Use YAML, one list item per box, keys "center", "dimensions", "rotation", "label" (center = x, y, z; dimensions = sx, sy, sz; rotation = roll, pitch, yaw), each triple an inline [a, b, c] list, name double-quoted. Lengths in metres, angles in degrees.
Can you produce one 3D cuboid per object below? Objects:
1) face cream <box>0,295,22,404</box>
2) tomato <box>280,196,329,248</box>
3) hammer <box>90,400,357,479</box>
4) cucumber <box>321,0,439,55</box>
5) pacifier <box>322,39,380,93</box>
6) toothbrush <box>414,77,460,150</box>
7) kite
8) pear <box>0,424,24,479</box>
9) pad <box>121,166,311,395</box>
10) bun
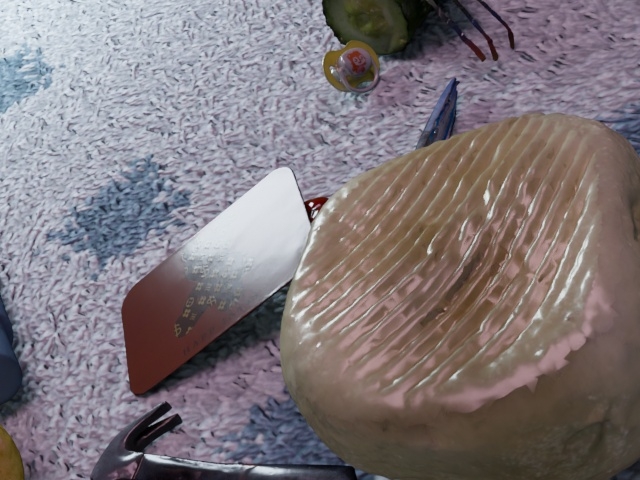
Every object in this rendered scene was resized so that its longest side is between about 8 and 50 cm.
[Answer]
- center: [-0.439, 0.078, 1.431]
  dimensions: [0.136, 0.086, 0.385]
  rotation: [-36, 35, -8]
  label: "face cream"
- center: [0.000, 0.000, 1.254]
  dimensions: [0.087, 0.075, 0.087]
  rotation: [-29, 38, 26]
  label: "tomato"
- center: [-0.091, 0.219, 1.104]
  dimensions: [0.290, 0.037, 0.137]
  rotation: [-3, 48, 30]
  label: "hammer"
- center: [0.114, -0.351, 1.524]
  dimensions: [0.134, 0.134, 0.244]
  rotation: [10, 45, 38]
  label: "cucumber"
- center: [0.035, -0.211, 1.480]
  dimensions: [0.083, 0.068, 0.064]
  rotation: [-31, 2, -29]
  label: "pacifier"
- center: [0.086, -0.033, 1.264]
  dimensions: [0.042, 0.035, 0.413]
  rotation: [0, 48, 35]
  label: "toothbrush"
- center: [0.155, -0.308, 1.426]
  dimensions: [0.127, 0.016, 0.229]
  rotation: [-27, 70, -30]
  label: "kite"
- center: [-0.385, 0.251, 1.165]
  dimensions: [0.178, 0.178, 0.178]
  rotation: [-17, 41, 15]
  label: "pear"
- center: [-0.117, 0.041, 1.274]
  dimensions: [0.267, 0.004, 0.181]
  rotation: [-38, 38, 15]
  label: "pad"
- center: [0.146, 0.069, 0.971]
  dimensions: [0.352, 0.227, 0.349]
  rotation: [20, 60, 46]
  label: "bun"
